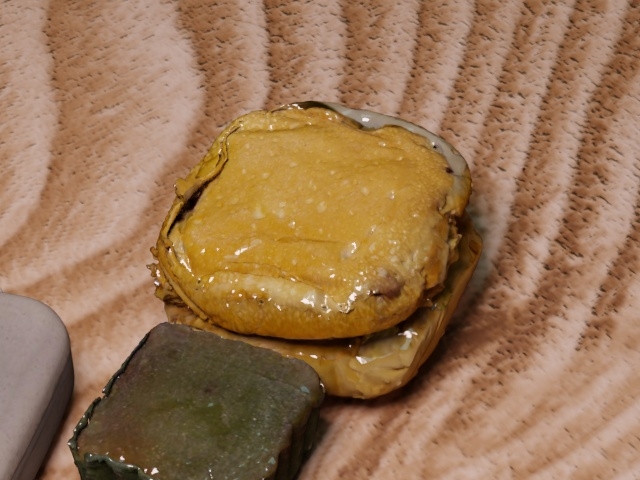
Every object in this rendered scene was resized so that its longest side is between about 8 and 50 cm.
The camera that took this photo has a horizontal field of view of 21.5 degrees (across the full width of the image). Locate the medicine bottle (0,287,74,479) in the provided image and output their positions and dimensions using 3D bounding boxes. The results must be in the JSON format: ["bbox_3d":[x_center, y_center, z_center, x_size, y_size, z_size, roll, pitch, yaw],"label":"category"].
[{"bbox_3d":[-0.421,0.139,1.500,0.375,0.123,0.282,11,46,12],"label":"medicine bottle"}]

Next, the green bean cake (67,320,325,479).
[{"bbox_3d":[-0.104,0.175,1.470,0.181,0.094,0.173,17,49,19],"label":"green bean cake"}]

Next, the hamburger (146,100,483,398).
[{"bbox_3d":[0.000,0.000,1.588,0.319,0.158,0.318,-2,47,2],"label":"hamburger"}]
